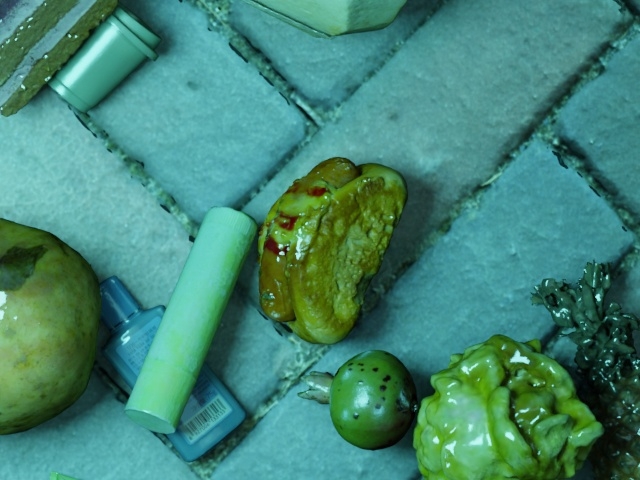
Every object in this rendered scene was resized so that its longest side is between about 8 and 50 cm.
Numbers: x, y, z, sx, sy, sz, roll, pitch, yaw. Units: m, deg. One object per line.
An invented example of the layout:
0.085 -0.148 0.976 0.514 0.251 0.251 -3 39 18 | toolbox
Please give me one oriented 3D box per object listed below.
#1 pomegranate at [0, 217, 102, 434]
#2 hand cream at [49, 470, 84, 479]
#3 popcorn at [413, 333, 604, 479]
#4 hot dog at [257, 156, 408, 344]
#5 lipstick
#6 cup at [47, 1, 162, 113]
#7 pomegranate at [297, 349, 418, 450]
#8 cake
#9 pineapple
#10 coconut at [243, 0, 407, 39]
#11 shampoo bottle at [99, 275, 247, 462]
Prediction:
-0.400 0.109 1.517 0.281 0.281 0.281 0 87 -9 | pomegranate
-0.270 0.357 1.631 0.175 0.046 0.095 7 87 -2 | hand cream
0.237 0.231 1.622 0.259 0.259 0.212 -17 68 -9 | popcorn
0.000 0.000 1.645 0.153 0.150 0.257 26 84 -17 | hot dog
-0.162 0.094 1.601 0.076 0.076 0.304 24 65 -7 | lipstick
-0.288 -0.241 1.629 0.120 0.120 0.141 42 96 -5 | cup
0.054 0.214 1.639 0.129 0.159 0.129 22 59 -41 | pomegranate
-0.349 -0.262 1.534 0.295 0.116 0.113 -34 55 24 | cake
0.402 0.205 1.696 0.175 0.175 0.361 -26 83 -9 | pineapple
-0.006 -0.419 1.589 0.323 0.323 0.323 0 87 -9 | coconut
-0.211 0.160 1.639 0.104 0.061 0.258 -38 94 -15 | shampoo bottle
